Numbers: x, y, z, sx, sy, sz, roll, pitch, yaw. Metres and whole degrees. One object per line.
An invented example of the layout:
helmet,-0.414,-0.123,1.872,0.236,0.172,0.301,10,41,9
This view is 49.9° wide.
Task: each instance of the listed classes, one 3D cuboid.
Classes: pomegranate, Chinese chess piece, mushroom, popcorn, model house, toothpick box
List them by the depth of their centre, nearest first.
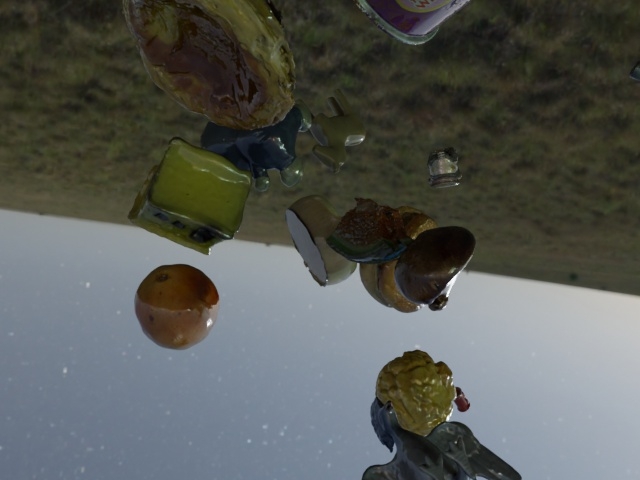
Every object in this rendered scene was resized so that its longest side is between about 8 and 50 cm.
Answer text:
popcorn,0.200,0.316,1.427,0.180,0.179,0.170,9,179,12
model house,-0.281,-0.078,1.444,0.194,0.174,0.234,23,158,-21
pomegranate,-0.315,0.147,1.503,0.191,0.191,0.191,9,180,0
mushroom,0.243,0.046,1.507,0.138,0.194,0.231,25,-178,5
Chinese chess piece,0.000,0.000,1.887,0.104,0.257,0.257,-25,-171,-14
toothpick box,0.447,0.512,2.212,0.047,0.047,0.083,8,142,47

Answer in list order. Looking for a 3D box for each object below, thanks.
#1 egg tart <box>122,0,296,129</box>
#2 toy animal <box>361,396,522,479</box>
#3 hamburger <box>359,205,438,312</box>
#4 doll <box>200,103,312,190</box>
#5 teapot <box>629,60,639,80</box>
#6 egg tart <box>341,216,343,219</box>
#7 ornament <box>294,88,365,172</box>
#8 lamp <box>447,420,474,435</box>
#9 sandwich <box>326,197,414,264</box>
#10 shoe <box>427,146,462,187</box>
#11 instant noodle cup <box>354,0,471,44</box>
egg tart,-0.174,-0.339,1.145,0.352,0.150,0.352,27,154,15
toy animal,0.157,0.327,0.971,0.239,0.255,0.176,-18,163,-21
hamburger,0.249,0.057,1.991,0.170,0.289,0.314,24,162,42
doll,-0.155,-0.216,1.540,0.259,0.228,0.154,-7,159,43
teapot,0.801,-0.388,1.649,0.111,0.042,0.043,30,-177,8
egg tart,0.093,-0.033,2.124,0.197,0.078,0.197,5,174,0
ornament,0.032,-0.289,1.822,0.230,0.244,0.061,-15,158,-47
lamp,0.312,0.476,1.610,0.105,0.105,0.105,9,180,0
sandwich,0.119,-0.012,1.645,0.079,0.159,0.235,-1,-161,-46
shoe,0.314,-0.194,1.773,0.089,0.092,0.180,-8,-166,15
instant noodle cup,0.205,-0.547,1.182,0.340,0.339,0.266,9,161,-42
